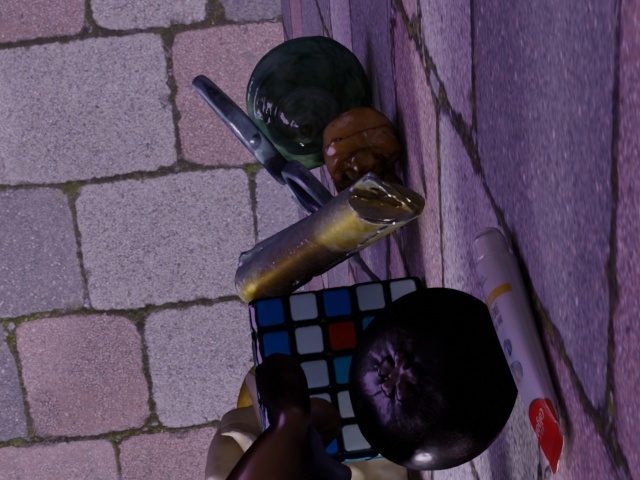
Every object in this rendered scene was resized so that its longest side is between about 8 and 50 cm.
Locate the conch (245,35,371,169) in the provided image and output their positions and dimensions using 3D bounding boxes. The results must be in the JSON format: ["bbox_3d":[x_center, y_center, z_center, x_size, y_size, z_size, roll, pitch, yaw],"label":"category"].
[{"bbox_3d":[-0.014,-0.156,1.975,0.188,0.122,0.175,-11,-52,-61],"label":"conch"}]

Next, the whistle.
[{"bbox_3d":[0.000,0.001,1.740,0.326,0.068,0.057,-32,27,57],"label":"whistle"}]

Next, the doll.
[{"bbox_3d":[0.032,0.266,1.296,0.340,0.209,0.317,46,-143,-63],"label":"doll"}]

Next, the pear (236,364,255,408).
[{"bbox_3d":[-0.014,0.249,2.299,0.209,0.209,0.208,174,90,-86],"label":"pear"}]

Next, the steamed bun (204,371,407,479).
[{"bbox_3d":[-0.020,0.237,1.979,0.276,0.203,0.289,-172,98,-74],"label":"steamed bun"}]

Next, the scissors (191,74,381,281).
[{"bbox_3d":[-0.010,-0.042,1.944,0.256,0.029,0.383,43,177,31],"label":"scissors"}]

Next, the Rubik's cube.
[{"bbox_3d":[0.023,0.145,1.760,0.187,0.182,0.184,110,153,-83],"label":"Rubik's cube"}]

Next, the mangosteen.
[{"bbox_3d":[0.092,0.106,1.243,0.151,0.137,0.137,19,-122,-55],"label":"mangosteen"}]

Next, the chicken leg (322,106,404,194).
[{"bbox_3d":[0.049,-0.088,1.807,0.207,0.085,0.101,11,-121,-85],"label":"chicken leg"}]

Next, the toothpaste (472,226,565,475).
[{"bbox_3d":[0.136,0.068,1.135,0.048,0.031,0.190,94,167,-49],"label":"toothpaste"}]
